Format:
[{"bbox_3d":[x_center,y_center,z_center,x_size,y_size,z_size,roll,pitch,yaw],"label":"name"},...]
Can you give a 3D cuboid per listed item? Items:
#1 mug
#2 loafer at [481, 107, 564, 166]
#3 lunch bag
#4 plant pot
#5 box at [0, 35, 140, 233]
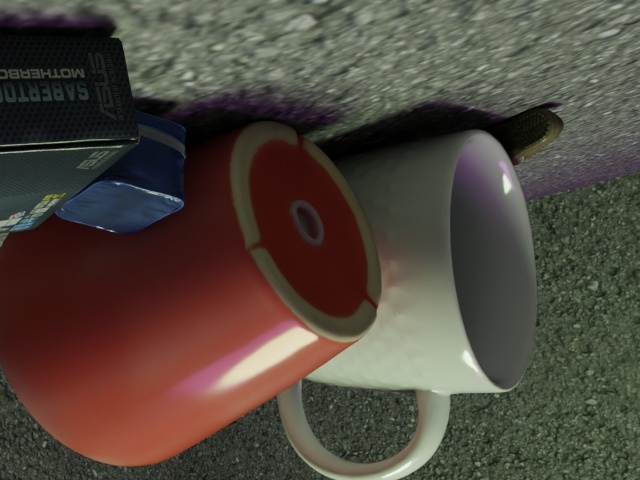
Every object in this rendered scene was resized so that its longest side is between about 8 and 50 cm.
[{"bbox_3d":[0.048,0.083,0.854,0.328,0.374,0.276,-7,165,32],"label":"mug"},{"bbox_3d":[0.229,-0.114,0.894,0.050,0.056,0.148,-3,171,-34],"label":"loafer"},{"bbox_3d":[-0.139,-0.049,0.518,0.067,0.065,0.098,18,154,-40],"label":"lunch bag"},{"bbox_3d":[-0.098,0.034,0.656,0.243,0.275,0.275,-27,170,29],"label":"plant pot"},{"bbox_3d":[-0.225,-0.041,0.404,0.183,0.059,0.232,-9,174,-35],"label":"box"}]
